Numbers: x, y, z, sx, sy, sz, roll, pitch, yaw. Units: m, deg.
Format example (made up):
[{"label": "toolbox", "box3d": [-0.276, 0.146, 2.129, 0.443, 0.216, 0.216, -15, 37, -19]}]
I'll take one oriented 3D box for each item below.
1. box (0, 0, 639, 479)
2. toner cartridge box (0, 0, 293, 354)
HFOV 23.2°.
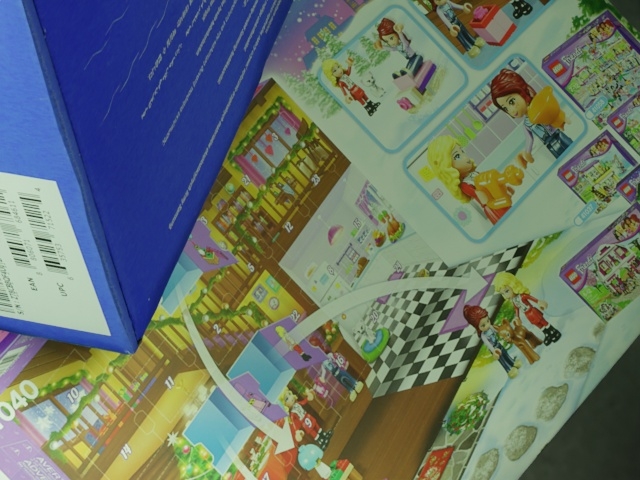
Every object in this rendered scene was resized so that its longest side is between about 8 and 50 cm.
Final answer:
[{"label": "box", "box3d": [0.000, 0.000, 0.530, 0.201, 0.057, 0.293, 47, 62, -1]}, {"label": "toner cartridge box", "box3d": [-0.041, -0.155, 0.458, 0.075, 0.165, 0.348, 10, 51, 14]}]
